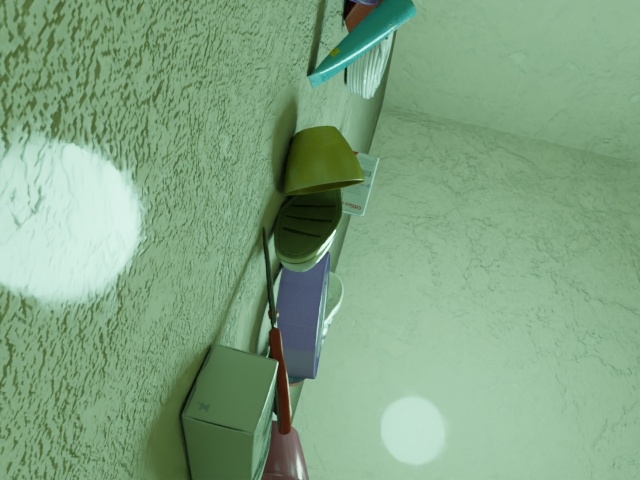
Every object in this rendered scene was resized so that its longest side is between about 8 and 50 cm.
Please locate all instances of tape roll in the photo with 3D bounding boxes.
[{"bbox_3d":[-0.038,0.155,1.159,0.275,0.090,0.275,7,90,-87],"label":"tape roll"}]

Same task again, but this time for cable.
[{"bbox_3d":[0.128,-0.489,1.350,0.257,0.089,0.257,-71,174,-46],"label":"cable"}]

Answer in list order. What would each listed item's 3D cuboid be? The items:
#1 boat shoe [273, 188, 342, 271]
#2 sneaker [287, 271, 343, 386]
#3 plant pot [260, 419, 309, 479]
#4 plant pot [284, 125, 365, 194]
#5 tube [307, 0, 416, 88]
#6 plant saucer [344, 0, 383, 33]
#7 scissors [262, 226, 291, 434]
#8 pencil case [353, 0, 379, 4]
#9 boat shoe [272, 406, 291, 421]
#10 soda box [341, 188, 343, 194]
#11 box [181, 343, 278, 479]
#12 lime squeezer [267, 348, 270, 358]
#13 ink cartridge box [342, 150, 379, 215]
[{"bbox_3d":[-0.010,-0.042,0.987,0.302,0.113,0.103,-71,167,-46],"label":"boat shoe"},{"bbox_3d":[-0.039,0.236,1.455,0.148,0.131,0.350,109,6,-48],"label":"sneaker"},{"bbox_3d":[-0.106,0.467,1.053,0.180,0.201,0.202,-93,-170,-50],"label":"plant pot"},{"bbox_3d":[-0.001,-0.133,0.876,0.134,0.134,0.095,-6,86,-84],"label":"plant pot"},{"bbox_3d":[0.064,-0.329,0.891,0.207,0.052,0.080,-40,173,6],"label":"tube"},{"bbox_3d":[0.123,-0.541,1.007,0.258,0.047,0.259,168,-61,-72],"label":"plant saucer"},{"bbox_3d":[-0.065,0.126,0.782,0.109,0.021,0.298,175,-87,-79],"label":"scissors"},{"bbox_3d":[0.081,-0.489,0.858,0.086,0.088,0.206,-35,139,-86],"label":"pencil case"},{"bbox_3d":[-0.136,0.493,1.344,0.084,0.095,0.258,-24,129,-42],"label":"boat shoe"},{"bbox_3d":[0.025,-0.128,1.376,0.181,0.061,0.058,79,25,-78],"label":"soda box"},{"bbox_3d":[-0.124,0.273,0.755,0.275,0.094,0.113,100,6,-47],"label":"box"},{"bbox_3d":[-0.115,0.285,1.089,0.310,0.058,0.110,65,40,-80],"label":"lime squeezer"},{"bbox_3d":[0.086,-0.167,1.557,0.072,0.127,0.175,61,45,-86],"label":"ink cartridge box"}]
